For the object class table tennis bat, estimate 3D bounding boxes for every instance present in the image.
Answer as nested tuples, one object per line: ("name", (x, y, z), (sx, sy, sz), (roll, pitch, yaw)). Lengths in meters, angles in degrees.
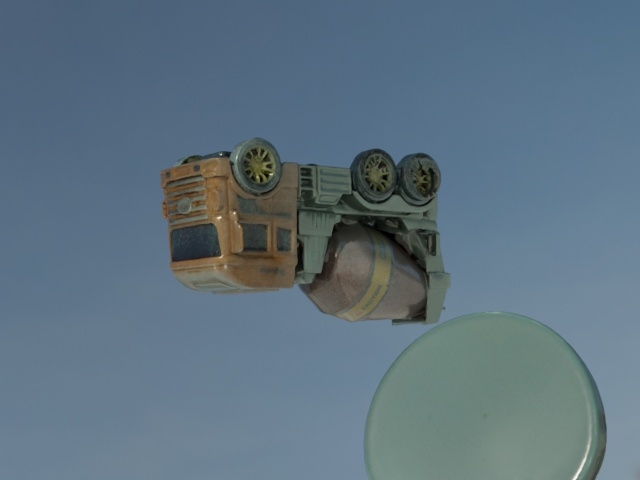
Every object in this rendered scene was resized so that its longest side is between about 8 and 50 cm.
("table tennis bat", (0.112, 0.143, 0.684), (0.153, 0.244, 0.040), (-37, -42, 7))

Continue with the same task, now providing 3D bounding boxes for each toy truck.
("toy truck", (0.000, 0.000, 0.943), (0.256, 0.140, 0.108), (2, -6, -37))
